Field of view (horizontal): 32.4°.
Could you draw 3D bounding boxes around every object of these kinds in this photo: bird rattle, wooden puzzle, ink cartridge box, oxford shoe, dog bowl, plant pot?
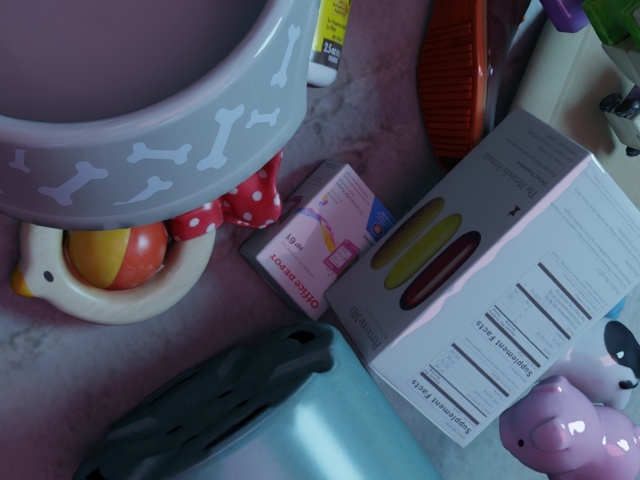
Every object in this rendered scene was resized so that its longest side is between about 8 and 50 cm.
[{"bbox_3d":[-0.156,-0.029,0.925,0.253,0.143,0.207,13,105,-37],"label":"bird rattle"},{"bbox_3d":[0.289,-0.098,1.097,0.238,0.044,0.221,34,66,-20],"label":"wooden puzzle"},{"bbox_3d":[0.000,0.000,1.007,0.122,0.052,0.088,-46,113,-9],"label":"ink cartridge box"},{"bbox_3d":[0.155,-0.192,1.022,0.098,0.097,0.271,-3,101,-30],"label":"oxford shoe"},{"bbox_3d":[-0.159,-0.187,0.778,0.348,0.102,0.349,0,70,1],"label":"dog bowl"},{"bbox_3d":[-0.016,0.271,0.914,0.341,0.341,0.334,-34,101,-15],"label":"plant pot"}]

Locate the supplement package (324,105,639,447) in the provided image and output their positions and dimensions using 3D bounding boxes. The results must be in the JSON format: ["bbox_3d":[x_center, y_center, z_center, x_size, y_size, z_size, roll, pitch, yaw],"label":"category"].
[{"bbox_3d":[0.147,0.029,0.950,0.244,0.139,0.134,-45,118,4],"label":"supplement package"}]

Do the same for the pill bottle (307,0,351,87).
[{"bbox_3d":[-0.025,-0.242,0.921,0.117,0.117,0.215,9,95,-24],"label":"pill bottle"}]

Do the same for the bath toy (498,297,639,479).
[{"bbox_3d":[0.225,0.155,0.987,0.151,0.348,0.129,-1,139,5],"label":"bath toy"}]

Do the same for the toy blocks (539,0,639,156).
[{"bbox_3d":[0.346,-0.239,0.900,0.260,0.288,0.309,-37,113,-2],"label":"toy blocks"}]
